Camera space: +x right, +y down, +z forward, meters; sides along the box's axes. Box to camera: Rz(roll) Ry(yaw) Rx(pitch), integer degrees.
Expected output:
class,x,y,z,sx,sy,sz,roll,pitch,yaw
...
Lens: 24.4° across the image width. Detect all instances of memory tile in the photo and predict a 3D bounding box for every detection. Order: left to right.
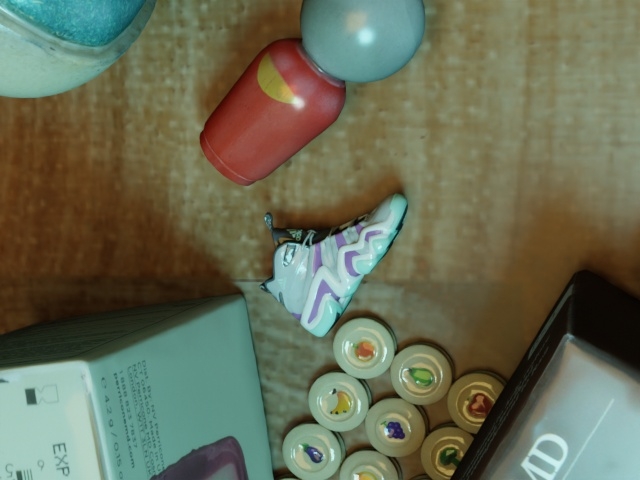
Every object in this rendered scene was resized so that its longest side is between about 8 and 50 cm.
class,x,y,z,sx,sy,sz,roll,pitch,yaw
memory tile,0.037,0.125,0.868,0.113,0.012,0.148,26,107,8

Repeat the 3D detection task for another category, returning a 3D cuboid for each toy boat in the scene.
class,x,y,z,sx,sy,sz,roll,pitch,yaw
toy boat,-0.099,-0.156,0.755,0.318,0.267,0.148,33,118,-26

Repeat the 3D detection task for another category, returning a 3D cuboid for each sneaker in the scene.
class,x,y,z,sx,sy,sz,roll,pitch,yaw
sneaker,0.000,0.000,0.838,0.069,0.038,0.098,36,107,4

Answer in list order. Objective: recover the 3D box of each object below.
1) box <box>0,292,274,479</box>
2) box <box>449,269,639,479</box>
class,x,y,z,sx,sy,sz,roll,pitch,yaw
box,-0.133,0.113,0.788,0.148,0.232,0.127,-9,93,16
box,0.248,0.197,0.758,0.381,0.143,0.191,30,107,6
